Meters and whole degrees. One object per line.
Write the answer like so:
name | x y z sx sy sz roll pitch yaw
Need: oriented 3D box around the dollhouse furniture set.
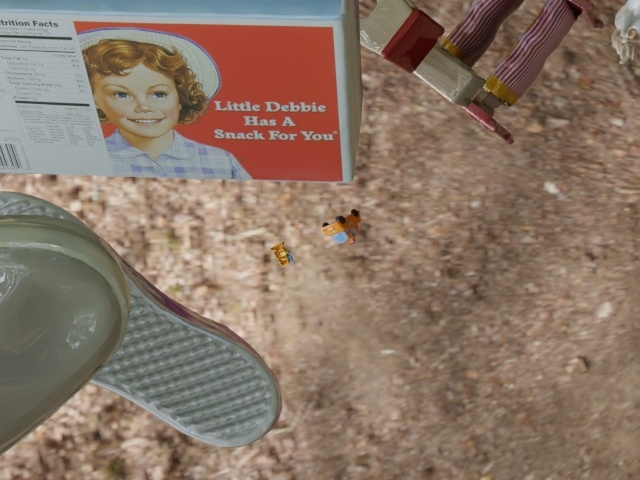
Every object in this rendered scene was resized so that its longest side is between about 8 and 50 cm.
dollhouse furniture set | 0.191 -0.254 1.622 0.152 0.374 0.201 40 100 17

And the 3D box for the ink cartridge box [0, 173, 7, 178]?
ink cartridge box | -0.522 -0.162 1.862 0.237 0.172 0.100 48 129 -5

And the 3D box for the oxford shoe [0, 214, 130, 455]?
oxford shoe | -0.293 0.140 0.727 0.449 0.169 0.130 -30 39 -2

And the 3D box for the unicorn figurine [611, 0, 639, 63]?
unicorn figurine | 0.395 -0.292 1.635 0.060 0.111 0.162 41 109 -15

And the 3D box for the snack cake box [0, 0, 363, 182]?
snack cake box | -0.108 -0.118 0.860 0.264 0.152 0.089 2 52 5

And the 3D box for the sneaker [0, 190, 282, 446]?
sneaker | -0.154 0.067 1.079 0.282 0.161 0.102 37 90 3

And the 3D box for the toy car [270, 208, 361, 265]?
toy car | 0.000 0.000 1.830 0.122 0.060 0.040 -25 92 22
